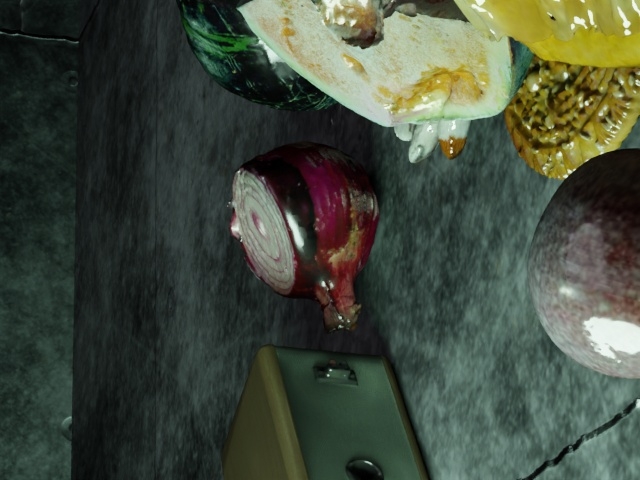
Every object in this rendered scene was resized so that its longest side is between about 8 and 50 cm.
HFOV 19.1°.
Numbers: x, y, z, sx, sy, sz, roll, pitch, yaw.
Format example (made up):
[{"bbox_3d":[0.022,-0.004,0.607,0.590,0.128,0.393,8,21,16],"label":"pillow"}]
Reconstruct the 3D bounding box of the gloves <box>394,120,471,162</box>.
[{"bbox_3d":[0.106,-0.189,1.855,0.219,0.131,0.140,63,176,9],"label":"gloves"}]

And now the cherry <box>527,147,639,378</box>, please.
[{"bbox_3d":[0.231,0.023,1.390,0.176,0.140,0.176,-33,49,48],"label":"cherry"}]

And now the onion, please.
[{"bbox_3d":[0.000,0.000,2.071,0.218,0.139,0.195,59,150,22],"label":"onion"}]

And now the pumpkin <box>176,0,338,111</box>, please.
[{"bbox_3d":[-0.030,-0.292,1.992,0.238,0.315,0.315,16,102,30],"label":"pumpkin"}]

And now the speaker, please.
[{"bbox_3d":[0.006,0.247,1.935,0.231,0.153,0.193,-107,31,-48],"label":"speaker"}]

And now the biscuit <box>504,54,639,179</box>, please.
[{"bbox_3d":[0.220,-0.203,1.642,0.305,0.038,0.305,-174,90,-70],"label":"biscuit"}]

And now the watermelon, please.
[{"bbox_3d":[0.100,-0.216,1.708,0.322,0.188,0.175,23,153,37],"label":"watermelon"}]

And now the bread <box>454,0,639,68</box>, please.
[{"bbox_3d":[0.219,-0.246,1.380,0.236,0.183,0.388,-57,27,-7],"label":"bread"}]
